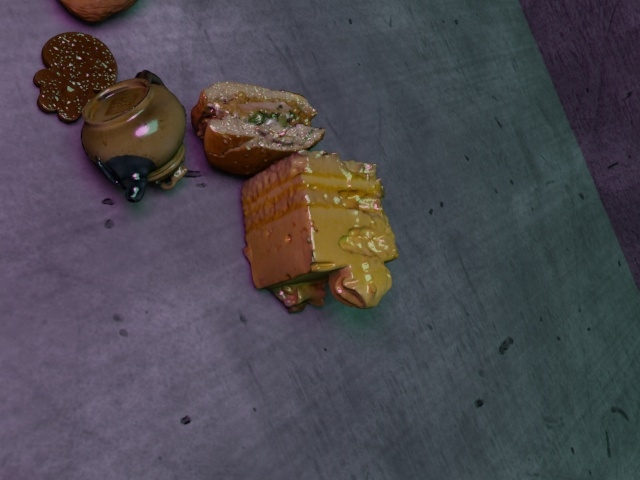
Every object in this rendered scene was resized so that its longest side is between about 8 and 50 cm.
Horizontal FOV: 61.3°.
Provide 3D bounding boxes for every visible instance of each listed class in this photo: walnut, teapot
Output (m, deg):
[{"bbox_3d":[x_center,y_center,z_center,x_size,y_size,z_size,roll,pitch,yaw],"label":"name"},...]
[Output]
[{"bbox_3d":[-0.387,-0.470,0.949,0.180,0.144,0.144,-34,98,-29],"label":"walnut"},{"bbox_3d":[-0.300,-0.177,0.932,0.182,0.173,0.269,66,19,-45],"label":"teapot"}]

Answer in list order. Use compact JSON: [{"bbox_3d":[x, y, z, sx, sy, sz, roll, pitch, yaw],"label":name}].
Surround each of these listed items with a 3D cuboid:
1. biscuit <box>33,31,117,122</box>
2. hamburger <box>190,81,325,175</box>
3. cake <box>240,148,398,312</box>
[{"bbox_3d":[-0.426,-0.284,0.935,0.124,0.026,0.174,28,62,-25],"label":"biscuit"},{"bbox_3d":[-0.124,-0.199,1.052,0.283,0.156,0.143,-4,60,-42],"label":"hamburger"},{"bbox_3d":[0.000,0.000,1.039,0.223,0.228,0.285,0,77,-37],"label":"cake"}]
